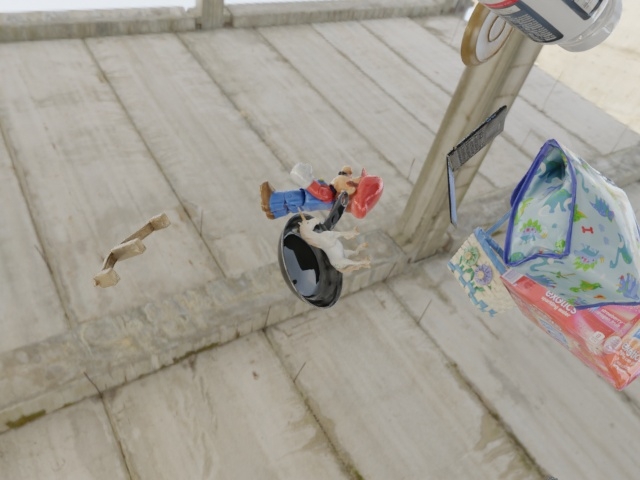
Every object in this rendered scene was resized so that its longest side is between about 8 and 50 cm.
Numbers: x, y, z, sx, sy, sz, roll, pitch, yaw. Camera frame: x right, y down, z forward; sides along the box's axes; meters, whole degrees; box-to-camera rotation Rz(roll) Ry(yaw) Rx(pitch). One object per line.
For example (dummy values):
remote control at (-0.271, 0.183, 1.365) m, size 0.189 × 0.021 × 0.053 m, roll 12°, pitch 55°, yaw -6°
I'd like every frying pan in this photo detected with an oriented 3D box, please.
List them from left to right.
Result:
frying pan at (-0.018, -0.012, 1.042) m, size 0.197 × 0.053 × 0.325 m, roll 37°, pitch -136°, yaw -41°

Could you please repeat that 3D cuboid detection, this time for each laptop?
laptop at (0.391, -0.171, 1.264) m, size 0.136 × 0.264 × 0.234 m, roll 52°, pitch -168°, yaw 12°

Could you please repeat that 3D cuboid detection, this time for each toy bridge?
toy bridge at (-0.322, 0.017, 0.851) m, size 0.063 × 0.026 × 0.188 m, roll -15°, pitch -152°, yaw 25°

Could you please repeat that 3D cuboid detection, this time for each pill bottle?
pill bottle at (0.260, -0.287, 0.577) m, size 0.180 × 0.108 × 0.107 m, roll 13°, pitch -141°, yaw -36°

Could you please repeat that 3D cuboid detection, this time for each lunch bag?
lunch bag at (0.276, -0.018, 0.548) m, size 0.129 × 0.096 × 0.151 m, roll 28°, pitch -112°, yaw -24°

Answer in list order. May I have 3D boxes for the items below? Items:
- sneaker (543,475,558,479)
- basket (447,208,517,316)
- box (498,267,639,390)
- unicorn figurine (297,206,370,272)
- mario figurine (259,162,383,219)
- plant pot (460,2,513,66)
sneaker at (0.529, 0.649, 1.262) m, size 0.130 × 0.228 × 0.087 m, roll -4°, pitch -100°, yaw -60°
basket at (0.532, 0.065, 1.444) m, size 0.201 × 0.289 × 0.254 m, roll 35°, pitch -158°, yaw -43°
box at (0.534, 0.135, 1.041) m, size 0.154 × 0.142 × 0.300 m, roll -40°, pitch -154°, yaw 1°
unicorn figurine at (0.027, 0.005, 0.974) m, size 0.111 × 0.161 × 0.060 m, roll -14°, pitch -156°, yaw 24°
mario figurine at (0.006, -0.143, 1.360) m, size 0.321 × 0.169 × 0.198 m, roll -5°, pitch -160°, yaw 3°
plant pot at (0.464, -0.574, 1.362) m, size 0.236 × 0.236 × 0.032 m, roll -27°, pitch -125°, yaw -35°
